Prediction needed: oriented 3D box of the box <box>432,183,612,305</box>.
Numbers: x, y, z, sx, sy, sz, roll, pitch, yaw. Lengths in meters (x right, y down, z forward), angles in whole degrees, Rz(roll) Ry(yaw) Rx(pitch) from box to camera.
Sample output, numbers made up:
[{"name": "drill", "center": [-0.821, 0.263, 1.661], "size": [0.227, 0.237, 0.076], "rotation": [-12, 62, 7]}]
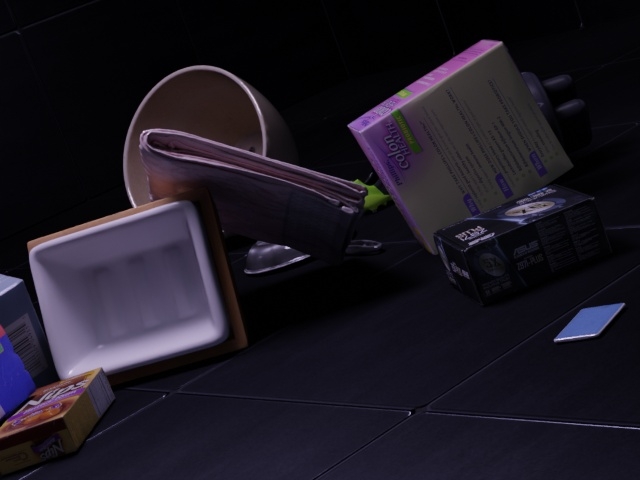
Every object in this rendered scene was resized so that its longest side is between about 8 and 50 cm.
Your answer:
[{"name": "box", "center": [0.250, 0.002, 1.877], "size": [0.180, 0.078, 0.147], "rotation": [-22, 12, -6]}]

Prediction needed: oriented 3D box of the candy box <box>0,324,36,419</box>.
[{"name": "candy box", "center": [-0.570, 0.253, 1.935], "size": [0.317, 0.122, 0.268], "rotation": [-24, 10, 28]}]

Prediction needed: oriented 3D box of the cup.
[{"name": "cup", "center": [-0.173, -0.147, 2.829], "size": [0.331, 0.331, 0.237], "rotation": [-14, -13, 31]}]

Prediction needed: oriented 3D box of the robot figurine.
[{"name": "robot figurine", "center": [0.280, -0.162, 2.337], "size": [0.278, 0.174, 0.209], "rotation": [-20, 12, 2]}]

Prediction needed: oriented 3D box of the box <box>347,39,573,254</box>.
[{"name": "box", "center": [0.201, -0.137, 2.167], "size": [0.243, 0.213, 0.117], "rotation": [-33, 12, -2]}]

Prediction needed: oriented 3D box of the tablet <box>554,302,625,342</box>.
[{"name": "tablet", "center": [0.288, 0.088, 1.596], "size": [0.054, 0.006, 0.083], "rotation": [-12, 15, 36]}]

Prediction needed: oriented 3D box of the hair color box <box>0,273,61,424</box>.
[{"name": "hair color box", "center": [-0.555, 0.133, 2.180], "size": [0.374, 0.185, 0.113], "rotation": [10, 36, 42]}]

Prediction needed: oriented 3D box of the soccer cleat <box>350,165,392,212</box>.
[{"name": "soccer cleat", "center": [0.130, -0.110, 2.607], "size": [0.179, 0.072, 0.060], "rotation": [-28, 14, -31]}]

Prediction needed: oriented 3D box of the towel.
[{"name": "towel", "center": [-0.101, -0.057, 2.141], "size": [0.317, 0.053, 0.332], "rotation": [17, -15, 0]}]

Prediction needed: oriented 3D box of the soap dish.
[{"name": "soap dish", "center": [-0.249, 0.073, 2.091], "size": [0.290, 0.229, 0.118], "rotation": [-16, -4, 18]}]

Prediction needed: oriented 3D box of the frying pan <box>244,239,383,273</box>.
[{"name": "frying pan", "center": [-0.028, 0.011, 2.407], "size": [0.197, 0.053, 0.326], "rotation": [-23, 9, -7]}]

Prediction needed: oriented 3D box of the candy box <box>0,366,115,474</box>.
[{"name": "candy box", "center": [-0.344, 0.230, 1.925], "size": [0.109, 0.053, 0.187], "rotation": [-20, 10, 11]}]
